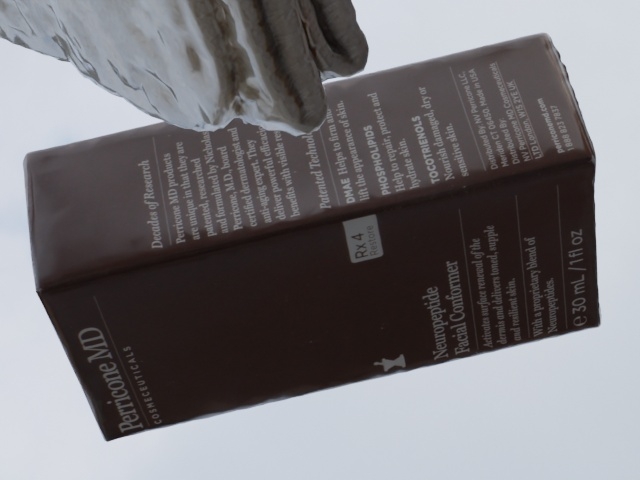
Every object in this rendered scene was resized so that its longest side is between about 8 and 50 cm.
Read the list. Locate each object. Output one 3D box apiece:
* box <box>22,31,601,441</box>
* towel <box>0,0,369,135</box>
[{"bbox_3d":[0.000,0.000,1.166,0.382,0.143,0.191,-13,-41,1],"label":"box"},{"bbox_3d":[-0.100,-0.139,0.410,0.049,0.282,0.187,-36,-48,-25],"label":"towel"}]
